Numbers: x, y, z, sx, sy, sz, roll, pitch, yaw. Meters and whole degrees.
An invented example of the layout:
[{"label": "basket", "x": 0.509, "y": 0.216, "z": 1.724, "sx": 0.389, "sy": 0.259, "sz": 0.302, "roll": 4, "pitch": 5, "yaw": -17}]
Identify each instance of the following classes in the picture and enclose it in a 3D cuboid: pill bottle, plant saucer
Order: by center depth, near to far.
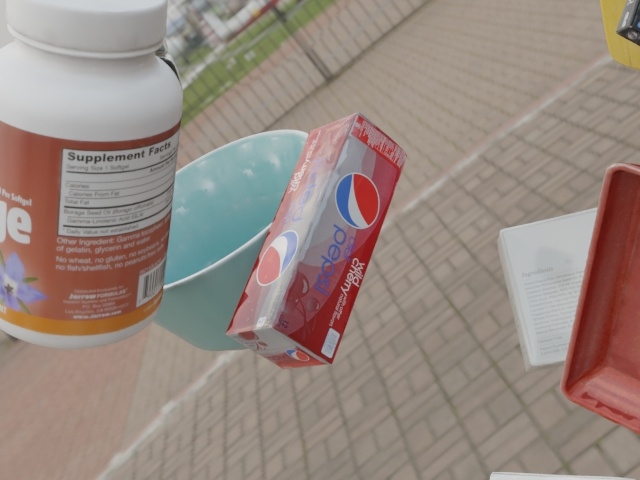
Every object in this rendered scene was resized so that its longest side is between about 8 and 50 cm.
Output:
[{"label": "pill bottle", "x": -0.150, "y": -0.052, "z": 0.653, "sx": 0.121, "sy": 0.121, "sz": 0.216, "roll": -67, "pitch": -12, "yaw": -63}, {"label": "plant saucer", "x": 0.312, "y": 0.074, "z": 0.744, "sx": 0.258, "sy": 0.259, "sz": 0.048, "roll": 25, "pitch": 51, "yaw": 25}]

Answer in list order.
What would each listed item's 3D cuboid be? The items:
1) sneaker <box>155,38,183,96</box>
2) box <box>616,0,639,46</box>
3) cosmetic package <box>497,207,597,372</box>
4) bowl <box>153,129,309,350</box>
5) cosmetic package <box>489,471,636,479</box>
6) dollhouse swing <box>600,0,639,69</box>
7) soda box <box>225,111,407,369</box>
[{"label": "sneaker", "x": -0.192, "y": -0.223, "z": 0.999, "sx": 0.086, "sy": 0.228, "sz": 0.132, "roll": -12, "pitch": 16, "yaw": -11}, {"label": "box", "x": 0.259, "y": -0.161, "z": 0.752, "sx": 0.067, "sy": 0.083, "sz": 0.018, "roll": -68, "pitch": 14, "yaw": -11}, {"label": "cosmetic package", "x": 0.327, "y": 0.068, "z": 1.387, "sx": 0.151, "sy": 0.183, "sz": 0.151, "roll": -12, "pitch": -11, "yaw": 6}, {"label": "bowl", "x": -0.103, "y": 0.019, "z": 1.299, "sx": 0.312, "sy": 0.163, "sz": 0.311, "roll": -23, "pitch": 29, "yaw": 14}, {"label": "cosmetic package", "x": 0.235, "y": 0.410, "z": 0.936, "sx": 0.155, "sy": 0.197, "sz": 0.365, "roll": -7, "pitch": 62, "yaw": 40}, {"label": "dollhouse swing", "x": 0.350, "y": -0.358, "z": 1.311, "sx": 0.305, "sy": 0.315, "sz": 0.347, "roll": -2, "pitch": 26, "yaw": 29}, {"label": "soda box", "x": 0.000, "y": 0.000, "z": 1.105, "sx": 0.092, "sy": 0.083, "sz": 0.263, "roll": -14, "pitch": 47, "yaw": 53}]
